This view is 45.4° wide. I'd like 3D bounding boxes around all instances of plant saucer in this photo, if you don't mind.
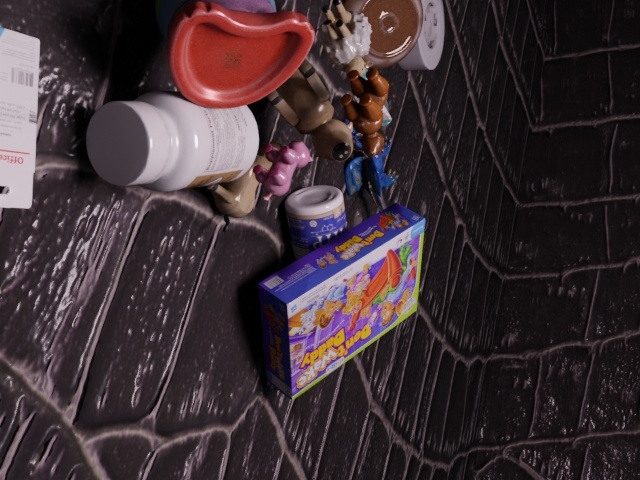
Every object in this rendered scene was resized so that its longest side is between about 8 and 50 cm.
[{"bbox_3d":[0.135,-0.456,1.603,0.198,0.036,0.199,-9,117,-18],"label":"plant saucer"}]

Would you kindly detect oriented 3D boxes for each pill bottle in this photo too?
[{"bbox_3d":[0.000,0.000,1.456,0.112,0.111,0.187,-49,136,-51],"label":"pill bottle"},{"bbox_3d":[-0.192,-0.132,1.015,0.229,0.131,0.131,-19,111,-62],"label":"pill bottle"}]

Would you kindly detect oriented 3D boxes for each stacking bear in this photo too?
[{"bbox_3d":[-0.143,-0.332,0.995,0.175,0.164,0.289,-2,59,-28],"label":"stacking bear"}]

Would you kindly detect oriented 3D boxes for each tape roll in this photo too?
[{"bbox_3d":[0.248,-0.540,1.928,0.219,0.072,0.219,4,90,-65],"label":"tape roll"}]

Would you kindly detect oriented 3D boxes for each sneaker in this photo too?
[{"bbox_3d":[0.114,-0.332,1.716,0.166,0.064,0.076,62,24,-53],"label":"sneaker"}]

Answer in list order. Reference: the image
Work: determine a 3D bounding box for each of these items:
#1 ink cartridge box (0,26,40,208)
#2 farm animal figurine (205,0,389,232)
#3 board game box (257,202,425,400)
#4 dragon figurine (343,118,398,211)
[{"bbox_3d":[-0.347,-0.125,0.776,0.104,0.060,0.180,0,93,-65],"label":"ink cartridge box"},{"bbox_3d":[-0.035,-0.190,1.244,0.172,0.330,0.327,48,23,-53],"label":"farm animal figurine"},{"bbox_3d":[0.046,0.107,1.416,0.347,0.078,0.234,-31,136,-33],"label":"board game box"},{"bbox_3d":[0.107,-0.146,1.683,0.144,0.085,0.289,-37,126,-57],"label":"dragon figurine"}]
